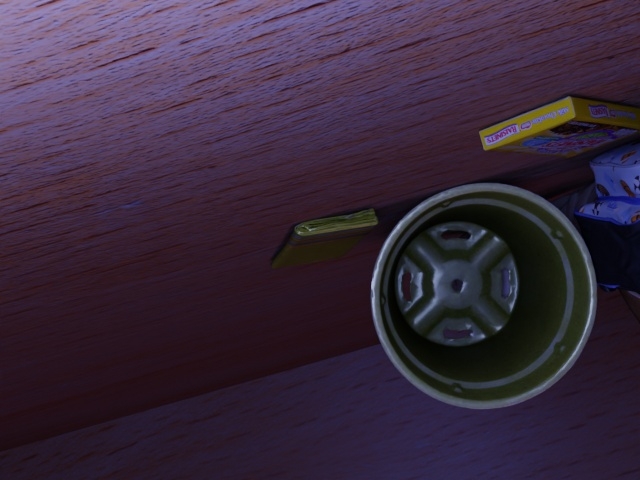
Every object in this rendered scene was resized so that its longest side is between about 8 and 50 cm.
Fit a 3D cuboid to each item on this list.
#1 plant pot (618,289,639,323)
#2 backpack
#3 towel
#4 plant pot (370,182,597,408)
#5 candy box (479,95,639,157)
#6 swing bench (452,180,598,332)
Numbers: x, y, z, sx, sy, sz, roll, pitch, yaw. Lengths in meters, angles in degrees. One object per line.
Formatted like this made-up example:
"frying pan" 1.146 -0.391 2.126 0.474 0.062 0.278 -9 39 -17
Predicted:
"plant pot" 0.521 0.071 1.901 0.237 0.237 0.254 -17 135 10
"backpack" 0.458 -0.037 1.680 0.263 0.213 0.276 -12 -169 -9
"towel" 0.000 0.000 1.773 0.102 0.021 0.237 -8 171 -11
"plant pot" 0.193 0.062 1.828 0.276 0.276 0.254 -15 -177 -2
"candy box" 0.257 -0.116 1.469 0.105 0.027 0.206 -17 171 33
"swing bench" 0.349 0.023 2.066 0.253 0.165 0.255 -23 163 41
